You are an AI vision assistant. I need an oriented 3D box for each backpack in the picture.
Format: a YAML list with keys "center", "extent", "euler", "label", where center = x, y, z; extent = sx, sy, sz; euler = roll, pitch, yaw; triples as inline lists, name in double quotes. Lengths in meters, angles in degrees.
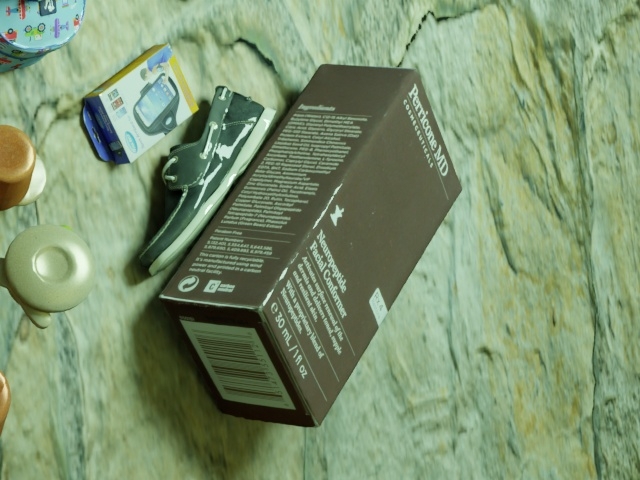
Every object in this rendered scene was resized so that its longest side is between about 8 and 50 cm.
- center: [-0.289, -0.249, 1.816]
  extent: [0.158, 0.117, 0.173]
  euler: [-19, 104, -47]
  label: "backpack"

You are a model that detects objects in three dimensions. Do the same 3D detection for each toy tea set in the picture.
- center: [-0.331, 0.056, 1.773]
  extent: [0.200, 0.124, 0.336]
  euler: [35, 60, -7]
  label: "toy tea set"

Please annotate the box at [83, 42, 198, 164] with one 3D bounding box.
- center: [-0.189, -0.139, 1.985]
  extent: [0.136, 0.028, 0.081]
  euler: [-45, 120, -43]
  label: "box"

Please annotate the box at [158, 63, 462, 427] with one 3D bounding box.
- center: [0.000, 0.000, 2.085]
  extent: [0.381, 0.143, 0.191]
  euler: [-59, 139, -35]
  label: "box"

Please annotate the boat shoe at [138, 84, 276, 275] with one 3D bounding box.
- center: [-0.134, -0.063, 2.021]
  extent: [0.079, 0.084, 0.233]
  euler: [32, 65, -3]
  label: "boat shoe"
